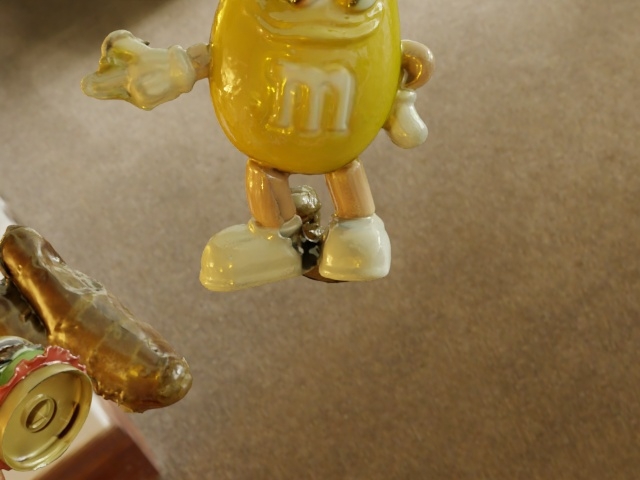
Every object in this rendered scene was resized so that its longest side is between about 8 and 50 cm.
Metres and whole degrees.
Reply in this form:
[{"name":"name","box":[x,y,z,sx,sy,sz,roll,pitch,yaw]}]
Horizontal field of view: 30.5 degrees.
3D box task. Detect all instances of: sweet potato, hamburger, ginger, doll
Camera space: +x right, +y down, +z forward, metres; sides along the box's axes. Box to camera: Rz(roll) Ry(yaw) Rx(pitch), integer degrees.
[{"name":"sweet potato","box":[-0.004,0.001,1.924,0.124,0.310,0.098,-35,49,16]},{"name":"hamburger","box":[-0.384,0.198,1.471,0.137,0.175,0.175,24,59,29]},{"name":"ginger","box":[-0.422,0.178,1.999,0.254,0.418,0.176,-56,-3,5]},{"name":"doll","box":[-0.038,-0.141,1.252,0.348,0.423,0.161,-32,20,-6]}]

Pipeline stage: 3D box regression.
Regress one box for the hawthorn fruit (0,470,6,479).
[{"name":"hawthorn fruit","box":[-0.546,0.417,1.824,0.149,0.149,0.189,-33,70,-7]}]
